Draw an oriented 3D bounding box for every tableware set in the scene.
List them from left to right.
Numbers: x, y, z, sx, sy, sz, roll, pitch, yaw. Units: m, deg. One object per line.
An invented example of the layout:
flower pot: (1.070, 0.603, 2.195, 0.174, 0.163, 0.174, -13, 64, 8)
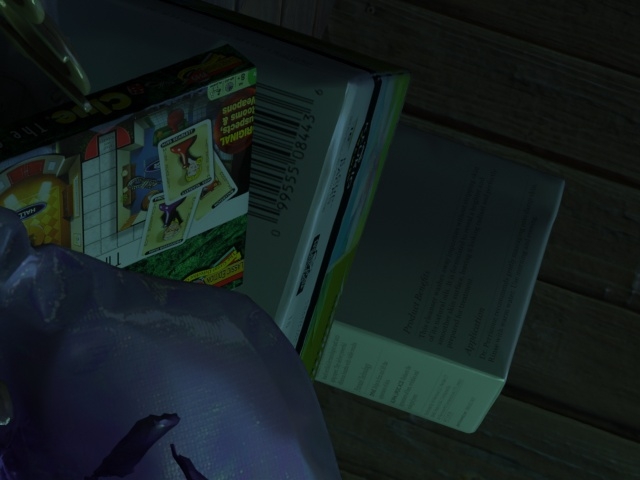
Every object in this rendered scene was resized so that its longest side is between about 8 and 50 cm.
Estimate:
tableware set: (-0.137, -0.114, 0.526, 0.020, 0.141, 0.168, -43, 171, -13)

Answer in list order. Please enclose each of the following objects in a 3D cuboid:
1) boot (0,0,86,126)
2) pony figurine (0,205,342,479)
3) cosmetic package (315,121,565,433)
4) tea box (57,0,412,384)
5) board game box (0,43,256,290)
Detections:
boot: (-0.141, -0.069, 0.750, 0.095, 0.123, 0.258, -59, 167, -78)
pony figurine: (-0.122, 0.034, 0.383, 0.363, 0.303, 0.351, 180, -98, -76)
cosmetic package: (0.000, 0.000, 1.337, 0.156, 0.385, 0.217, 100, 11, -64)
tea box: (-0.102, 0.013, 0.963, 0.323, 0.220, 0.329, -45, 153, -78)
board game box: (-0.139, 0.010, 0.667, 0.260, 0.030, 0.136, -26, 140, -33)
